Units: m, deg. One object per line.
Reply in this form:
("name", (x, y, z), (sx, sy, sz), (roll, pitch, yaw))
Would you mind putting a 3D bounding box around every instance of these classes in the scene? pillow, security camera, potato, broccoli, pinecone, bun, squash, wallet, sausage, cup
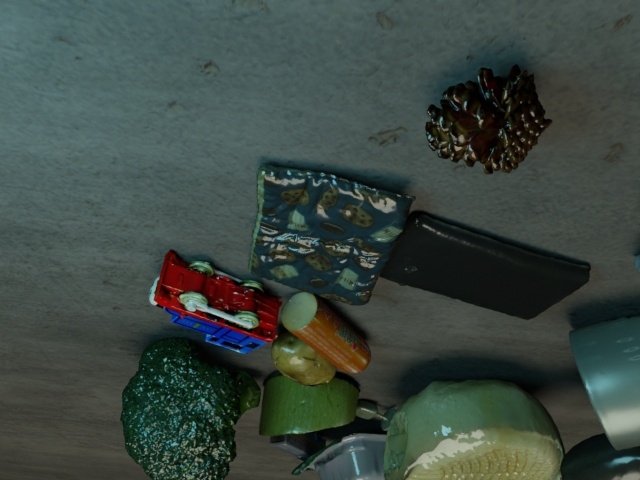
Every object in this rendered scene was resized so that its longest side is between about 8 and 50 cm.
("pillow", (0.001, 0.001, 0.766), (0.189, 0.034, 0.255), (13, 143, -2))
("security camera", (0.122, 0.395, 1.343), (0.092, 0.058, 0.058), (30, 141, -13))
("potato", (-0.030, 0.219, 1.066), (0.107, 0.080, 0.170), (-12, 142, 8))
("broccoli", (-0.241, 0.318, 1.122), (0.298, 0.297, 0.297), (-24, 176, 36))
("pinecone", (0.153, -0.106, 0.541), (0.102, 0.102, 0.109), (29, 151, -31))
("bun", (0.292, 0.396, 1.172), (0.365, 0.202, 0.364), (-2, 134, -2))
("squash", (-0.019, 0.366, 1.250), (0.220, 0.133, 0.220), (0, 150, 0))
("wallet", (0.221, 0.043, 0.815), (0.286, 0.030, 0.146), (17, 140, -14))
("sausage", (0.024, 0.168, 0.989), (0.071, 0.071, 0.234), (-15, 142, 27))
("cup", (0.538, 0.203, 0.890), (0.234, 0.186, 0.258), (-23, 148, 23))

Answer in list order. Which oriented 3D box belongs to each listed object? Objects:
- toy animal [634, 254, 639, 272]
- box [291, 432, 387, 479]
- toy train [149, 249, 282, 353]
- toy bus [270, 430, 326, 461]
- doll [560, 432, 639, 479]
("toy animal", (0.438, 0.014, 0.661), (0.104, 0.130, 0.220), (-20, 143, 11))
("box", (0.135, 0.597, 1.512), (0.337, 0.106, 0.264), (15, 137, -31))
("toy train", (-0.165, 0.101, 0.905), (0.204, 0.082, 0.131), (25, 143, -26))
("toy bus", (-0.056, 0.526, 1.528), (0.064, 0.075, 0.190), (-17, 140, 28))
("doll", (0.658, 0.400, 0.984), (0.382, 0.252, 0.379), (39, 155, -21))
